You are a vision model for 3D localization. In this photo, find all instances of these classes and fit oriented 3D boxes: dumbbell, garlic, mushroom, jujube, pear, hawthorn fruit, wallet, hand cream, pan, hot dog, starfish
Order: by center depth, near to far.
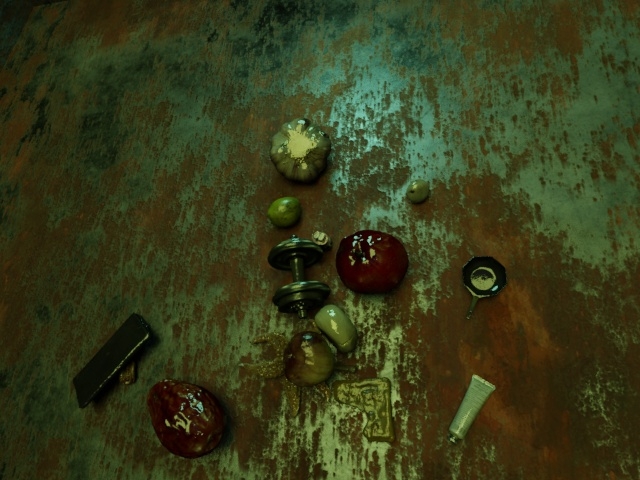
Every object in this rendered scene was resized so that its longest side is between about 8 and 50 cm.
[{"bbox_3d":[0.414,0.474,1.152,0.067,0.042,0.194,27,70,31],"label":"hand cream"},{"bbox_3d":[-0.413,0.530,1.252,0.291,0.197,0.197,21,72,37],"label":"jujube"},{"bbox_3d":[0.478,0.139,1.276,0.202,0.048,0.128,-40,62,-7],"label":"pan"},{"bbox_3d":[0.149,0.065,1.281,0.231,0.266,0.210,8,87,21],"label":"hawthorn fruit"},{"bbox_3d":[-0.096,0.399,1.302,0.299,0.060,0.302,-31,63,-3],"label":"starfish"},{"bbox_3d":[-0.072,0.113,1.350,0.192,0.192,0.289,-13,64,8],"label":"dumbbell"},{"bbox_3d":[-0.669,0.458,1.435,0.058,0.035,0.083,-14,64,5],"label":"hot dog"},{"bbox_3d":[0.336,-0.176,1.449,0.085,0.085,0.079,-37,29,-3],"label":"mushroom"},{"bbox_3d":[-0.731,0.416,1.450,0.321,0.044,0.171,-50,45,-10],"label":"wallet"},{"bbox_3d":[-0.129,-0.103,1.510,0.132,0.107,0.107,-20,63,-7],"label":"pear"},{"bbox_3d":[-0.075,-0.336,1.577,0.245,0.160,0.244,0,83,0],"label":"garlic"}]

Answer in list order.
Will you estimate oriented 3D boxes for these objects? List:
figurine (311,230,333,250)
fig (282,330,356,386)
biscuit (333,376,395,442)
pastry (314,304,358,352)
[{"bbox_3d":[0.000,0.000,1.420,0.072,0.129,0.054,21,86,17],"label":"figurine"},{"bbox_3d":[0.001,0.365,1.209,0.231,0.143,0.160,27,88,-1],"label":"fig"},{"bbox_3d":[0.130,0.497,1.211,0.174,0.039,0.183,-10,64,9],"label":"biscuit"},{"bbox_3d":[0.053,0.270,1.268,0.092,0.156,0.156,-42,63,-7],"label":"pastry"}]
